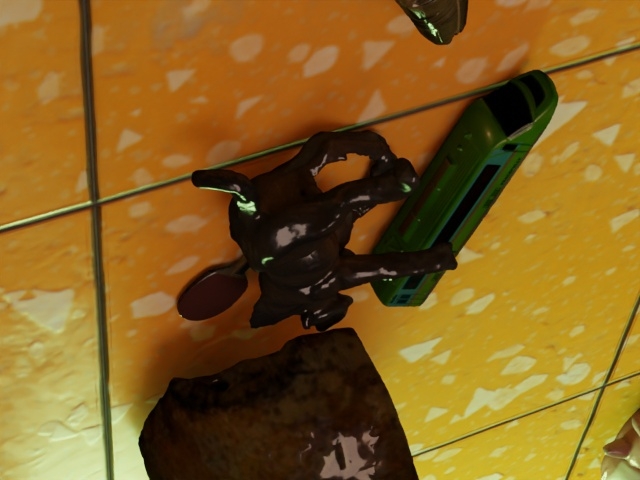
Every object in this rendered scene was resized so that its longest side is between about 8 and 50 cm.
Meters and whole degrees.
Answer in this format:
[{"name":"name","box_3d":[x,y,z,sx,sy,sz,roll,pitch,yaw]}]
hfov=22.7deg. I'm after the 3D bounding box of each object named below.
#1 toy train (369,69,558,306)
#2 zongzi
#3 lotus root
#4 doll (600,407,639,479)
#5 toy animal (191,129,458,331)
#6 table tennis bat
[{"name":"toy train","box_3d":[0.093,-0.037,1.110,0.042,0.044,0.209,-1,138,-35]},{"name":"zongzi","box_3d":[0.080,-0.162,0.942,0.083,0.040,0.076,-50,153,1]},{"name":"lotus root","box_3d":[-0.018,0.196,1.228,0.210,0.142,0.314,-23,153,5]},{"name":"doll","box_3d":[0.382,0.197,1.612,0.262,0.093,0.211,-36,141,16]},{"name":"toy animal","box_3d":[0.000,0.000,1.045,0.148,0.084,0.233,-34,154,1]},{"name":"table tennis bat","box_3d":[-0.066,0.029,1.111,0.083,0.007,0.050,-43,146,22]}]
